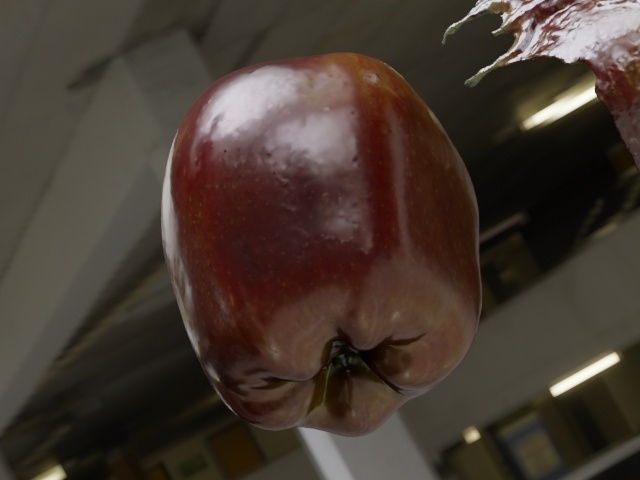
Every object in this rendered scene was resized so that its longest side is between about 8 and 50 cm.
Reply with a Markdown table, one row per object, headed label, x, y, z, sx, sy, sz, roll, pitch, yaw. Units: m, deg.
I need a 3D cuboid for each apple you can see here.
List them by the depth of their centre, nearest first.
| label | x | y | z | sx | sy | sz | roll | pitch | yaw |
| --- | --- | --- | --- | --- | --- | --- | --- | --- | --- |
| apple | 0.000 | 0.000 | 1.516 | 0.288 | 0.316 | 0.288 | -5 | -33 | -3 |

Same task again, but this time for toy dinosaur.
| label | x | y | z | sx | sy | sz | roll | pitch | yaw |
| --- | --- | --- | --- | --- | --- | --- | --- | --- | --- |
| toy dinosaur | 0.195 | -0.171 | 1.347 | 0.206 | 0.327 | 0.113 | -46 | -43 | -11 |
